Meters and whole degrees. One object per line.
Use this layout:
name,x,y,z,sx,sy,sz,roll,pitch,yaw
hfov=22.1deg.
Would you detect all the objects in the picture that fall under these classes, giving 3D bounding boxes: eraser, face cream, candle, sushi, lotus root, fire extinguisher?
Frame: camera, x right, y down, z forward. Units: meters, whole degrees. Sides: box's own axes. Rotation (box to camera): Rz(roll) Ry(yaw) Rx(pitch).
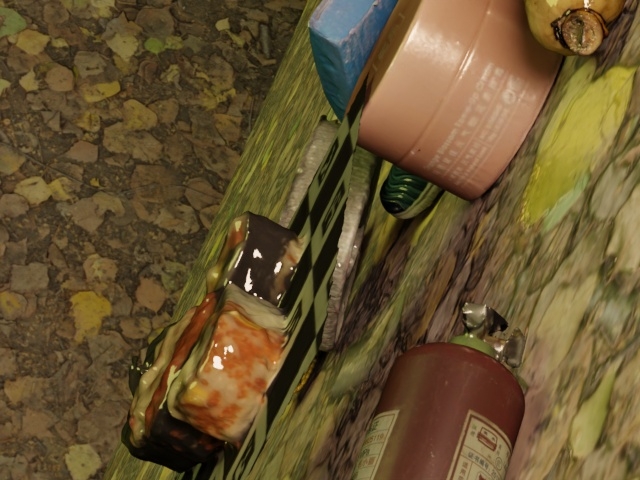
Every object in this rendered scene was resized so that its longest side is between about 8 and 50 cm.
eraser,0.100,-0.234,1.292,0.312,0.042,0.144,-53,-24,-16
face cream,0.093,-0.115,1.144,0.149,0.104,0.149,-62,8,15
candle,0.000,0.000,1.337,0.168,0.068,0.192,-48,-29,-77
sushi,-0.078,0.076,1.053,0.339,0.068,0.320,-79,15,-59
lotus root,0.157,-0.158,1.022,0.152,0.063,0.072,-83,12,-66
fire extinguisher,0.053,0.119,0.792,0.099,0.071,0.231,80,-153,-52

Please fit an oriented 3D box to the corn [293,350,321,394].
corn,-0.016,0.051,1.469,0.072,0.072,0.203,-52,13,57

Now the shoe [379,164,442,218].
shoe,0.074,-0.077,1.277,0.064,0.071,0.143,-72,4,-50
